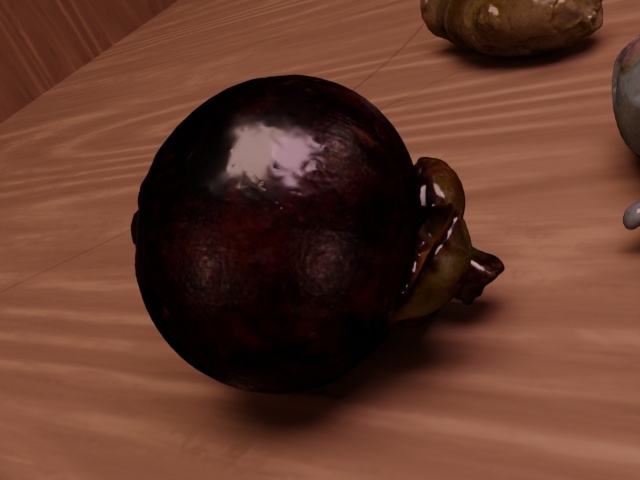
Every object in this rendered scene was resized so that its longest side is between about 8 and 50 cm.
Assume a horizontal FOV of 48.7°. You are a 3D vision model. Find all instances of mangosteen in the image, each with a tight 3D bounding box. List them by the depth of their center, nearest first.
[{"bbox_3d":[0.000,0.000,0.512,0.265,0.228,0.228,8,34,1],"label":"mangosteen"}]

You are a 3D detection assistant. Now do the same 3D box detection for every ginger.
[{"bbox_3d":[0.226,-0.286,0.883,0.116,0.109,0.263,-56,32,1],"label":"ginger"}]

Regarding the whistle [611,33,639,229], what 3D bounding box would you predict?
[{"bbox_3d":[0.279,-0.072,0.498,0.142,0.134,0.346,-4,45,27],"label":"whistle"}]
